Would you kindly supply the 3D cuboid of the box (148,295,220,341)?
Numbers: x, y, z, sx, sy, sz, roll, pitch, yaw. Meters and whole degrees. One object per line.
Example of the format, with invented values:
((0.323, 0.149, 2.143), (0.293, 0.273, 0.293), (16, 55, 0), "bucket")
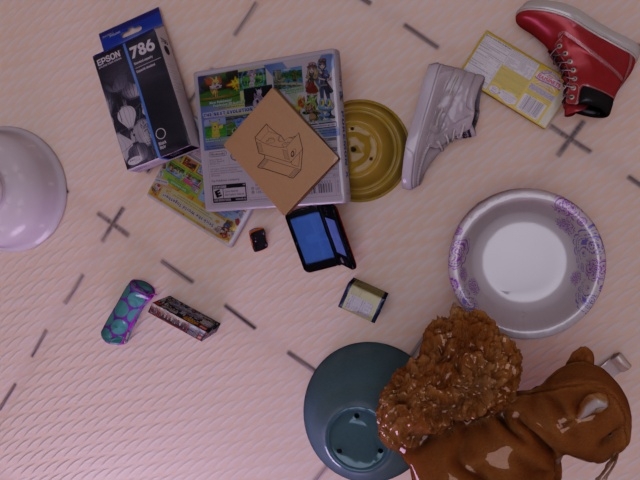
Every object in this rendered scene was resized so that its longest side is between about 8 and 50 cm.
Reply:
((-0.297, 0.170, 1.510), (0.137, 0.094, 0.027), (27, 100, 7), "box")

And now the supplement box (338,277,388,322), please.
((0.090, 0.124, 1.435), (0.083, 0.083, 0.056), (24, 98, 7), "supplement box")

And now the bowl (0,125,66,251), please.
((-0.743, -0.114, 1.553), (0.298, 0.134, 0.297), (1, 96, 11), "bowl")

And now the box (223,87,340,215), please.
((-0.080, -0.177, 1.368), (0.164, 0.021, 0.201), (-46, 76, 22), "box")

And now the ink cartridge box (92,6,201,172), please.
((-0.384, -0.330, 1.485), (0.166, 0.065, 0.332), (-20, 86, 16), "ink cartridge box")

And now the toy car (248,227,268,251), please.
((-0.108, -0.030, 1.495), (0.122, 0.060, 0.040), (-35, 43, -4), "toy car")

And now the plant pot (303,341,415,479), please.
((0.091, 0.370, 1.400), (0.290, 0.195, 0.290), (1, 95, 12), "plant pot")

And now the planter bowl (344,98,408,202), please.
((0.073, -0.185, 1.409), (0.217, 0.090, 0.217), (1, 96, 11), "planter bowl")

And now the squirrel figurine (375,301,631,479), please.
((0.317, 0.305, 1.192), (0.370, 0.281, 0.397), (-40, 90, 25), "squirrel figurine")

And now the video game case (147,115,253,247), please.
((-0.239, -0.129, 1.508), (0.227, 0.026, 0.206), (32, 100, 6), "video game case")

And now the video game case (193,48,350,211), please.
((-0.104, -0.216, 1.407), (0.329, 0.036, 0.299), (-2, 95, 25), "video game case")

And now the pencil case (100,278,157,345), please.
((-0.432, 0.163, 1.550), (0.070, 0.064, 0.151), (35, 101, 23), "pencil case")

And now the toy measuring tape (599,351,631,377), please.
((0.481, 0.347, 1.363), (0.330, 0.121, 0.121), (-41, 86, 11), "toy measuring tape")

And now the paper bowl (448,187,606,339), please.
((0.393, 0.040, 1.336), (0.285, 0.148, 0.284), (1, 95, 10), "paper bowl")

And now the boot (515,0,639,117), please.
((0.459, -0.337, 1.303), (0.244, 0.088, 0.176), (29, 83, 5), "boot")

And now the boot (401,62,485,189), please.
((0.245, -0.215, 1.364), (0.124, 0.095, 0.258), (16, 102, 15), "boot")

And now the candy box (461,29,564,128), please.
((0.388, -0.319, 1.368), (0.206, 0.027, 0.105), (34, 98, 6), "candy box")

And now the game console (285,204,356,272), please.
((0.000, 0.000, 1.432), (0.085, 0.124, 0.144), (-23, 104, -13), "game console")
